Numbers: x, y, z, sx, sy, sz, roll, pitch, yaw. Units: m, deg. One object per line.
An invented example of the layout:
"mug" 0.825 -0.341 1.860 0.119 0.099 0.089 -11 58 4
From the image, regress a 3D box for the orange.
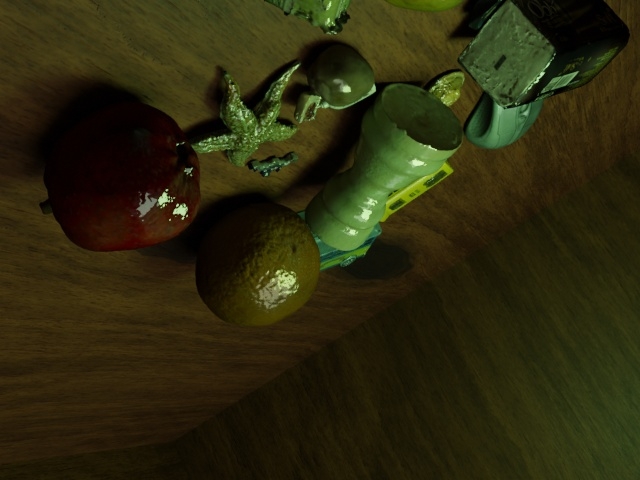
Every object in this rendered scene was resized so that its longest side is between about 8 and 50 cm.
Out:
"orange" -0.170 0.071 2.079 0.322 0.322 0.357 -13 164 -38

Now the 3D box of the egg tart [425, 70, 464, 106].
"egg tart" 0.315 -0.372 2.020 0.129 0.049 0.129 -27 160 -11

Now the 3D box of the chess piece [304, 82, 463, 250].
"chess piece" 0.134 -0.166 2.002 0.234 0.234 0.442 -11 152 -42

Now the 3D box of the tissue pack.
"tissue pack" 0.518 -0.443 1.846 0.370 0.198 0.210 -22 164 -42

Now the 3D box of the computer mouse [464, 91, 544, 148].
"computer mouse" 0.529 -0.361 2.257 0.188 0.122 0.371 -24 157 -16

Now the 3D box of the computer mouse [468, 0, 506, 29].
"computer mouse" 0.366 -0.515 1.732 0.135 0.047 0.079 -44 172 28

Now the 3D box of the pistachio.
"pistachio" 0.046 -0.338 1.659 0.108 0.126 0.185 8 -174 34

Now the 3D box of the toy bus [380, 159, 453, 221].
"toy bus" 0.194 -0.162 2.226 0.330 0.152 0.144 -34 162 15

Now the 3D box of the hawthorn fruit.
"hawthorn fruit" -0.371 -0.101 1.457 0.307 0.265 0.265 -24 162 11

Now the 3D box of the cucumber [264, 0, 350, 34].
"cucumber" 0.011 -0.481 1.242 0.325 0.145 0.105 110 5 -58

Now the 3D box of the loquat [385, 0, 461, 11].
"loquat" 0.165 -0.484 1.309 0.213 0.213 0.246 -34 157 14

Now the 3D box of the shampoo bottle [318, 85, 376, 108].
"shampoo bottle" 0.045 -0.320 1.776 0.152 0.045 0.077 -29 159 2

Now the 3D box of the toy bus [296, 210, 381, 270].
"toy bus" 0.000 0.000 2.364 0.312 0.152 0.190 -19 160 -27

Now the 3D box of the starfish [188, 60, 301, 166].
"starfish" -0.140 -0.242 1.688 0.358 0.078 0.347 -8 149 -46

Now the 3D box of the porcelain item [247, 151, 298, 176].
"porcelain item" -0.123 -0.176 1.944 0.136 0.021 0.075 -15 161 -33

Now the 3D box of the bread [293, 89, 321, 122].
"bread" -0.027 -0.289 1.719 0.083 0.035 0.070 -27 142 -66
